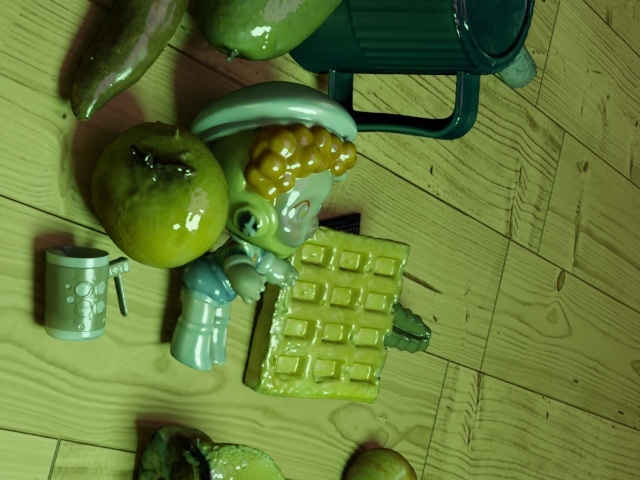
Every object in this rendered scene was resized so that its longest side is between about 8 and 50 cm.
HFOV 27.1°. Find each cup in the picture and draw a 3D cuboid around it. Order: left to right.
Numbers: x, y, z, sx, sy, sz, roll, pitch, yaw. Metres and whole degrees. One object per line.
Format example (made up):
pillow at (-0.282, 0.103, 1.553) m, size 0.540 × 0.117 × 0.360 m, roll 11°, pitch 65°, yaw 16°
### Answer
cup at (-0.275, 0.059, 1.536) m, size 0.102 × 0.074 × 0.099 m, roll -18°, pitch 115°, yaw -67°
cup at (0.109, -0.316, 1.798) m, size 0.242 × 0.292 × 0.308 m, roll 43°, pitch 61°, yaw -49°

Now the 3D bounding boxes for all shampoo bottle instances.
shampoo bottle at (0.301, -0.342, 2.250) m, size 0.214 × 0.072 × 0.072 m, roll 46°, pitch 60°, yaw -48°

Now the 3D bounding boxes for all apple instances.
apple at (0.096, 0.389, 2.084) m, size 0.126 × 0.102 × 0.126 m, roll -17°, pitch 111°, yaw -52°

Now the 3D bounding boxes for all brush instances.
brush at (0.058, 0.108, 2.009) m, size 0.301 × 0.084 × 0.071 m, roll 31°, pitch 68°, yaw -46°

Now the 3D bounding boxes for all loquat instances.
loquat at (-0.191, -0.047, 1.560) m, size 0.149 × 0.172 × 0.204 m, roll -32°, pitch 162°, yaw -32°

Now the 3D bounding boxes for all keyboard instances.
keyboard at (0.000, 0.000, 1.952) m, size 0.198 × 0.010 × 0.064 m, roll -13°, pitch 109°, yaw -52°

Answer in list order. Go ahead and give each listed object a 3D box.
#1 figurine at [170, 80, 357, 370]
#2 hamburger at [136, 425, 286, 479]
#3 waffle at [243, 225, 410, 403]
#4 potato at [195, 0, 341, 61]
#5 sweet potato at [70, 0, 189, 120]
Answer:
figurine at (-0.107, -0.025, 1.666) m, size 0.382 × 0.205 × 0.224 m, roll -63°, pitch 162°, yaw -2°
hamburger at (-0.133, 0.364, 1.706) m, size 0.192 × 0.167 × 0.288 m, roll -13°, pitch 107°, yaw -51°
waffle at (0.011, 0.106, 1.894) m, size 0.221 × 0.055 × 0.248 m, roll 11°, pitch 94°, yaw -38°
potato at (-0.063, -0.317, 1.657) m, size 0.159 × 0.174 × 0.251 m, roll 47°, pitch 59°, yaw -29°
sweet potato at (-0.208, -0.264, 1.543) m, size 0.097 × 0.097 × 0.292 m, roll 34°, pitch 70°, yaw -51°
